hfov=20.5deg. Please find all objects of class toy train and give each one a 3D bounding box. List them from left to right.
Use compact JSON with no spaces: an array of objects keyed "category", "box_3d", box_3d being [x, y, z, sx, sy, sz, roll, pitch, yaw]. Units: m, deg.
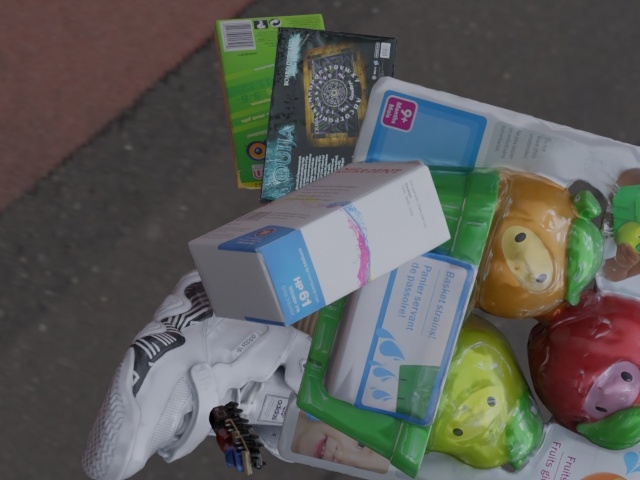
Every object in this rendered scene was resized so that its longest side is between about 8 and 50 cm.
[{"category":"toy train","box_3d":[-0.082,0.187,1.678,0.036,0.158,0.027,-9,104,-11]}]

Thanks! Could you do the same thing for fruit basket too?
[{"category":"fruit basket","box_3d":[0.168,0.075,1.351,0.165,0.353,0.327,-51,158,-69]}]

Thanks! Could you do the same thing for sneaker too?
[{"category":"sneaker","box_3d":[-0.107,0.169,1.893,0.366,0.210,0.137,-60,175,-62]}]

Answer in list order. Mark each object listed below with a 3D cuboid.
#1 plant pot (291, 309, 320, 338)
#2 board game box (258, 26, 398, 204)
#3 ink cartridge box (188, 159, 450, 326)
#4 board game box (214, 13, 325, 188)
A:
[{"category":"plant pot","box_3d":[0.044,0.071,2.104,0.237,0.110,0.237,-29,139,-29]},{"category":"board game box","box_3d":[0.008,-0.123,1.813,0.126,0.026,0.186,7,81,0]},{"category":"ink cartridge box","box_3d":[0.000,0.000,1.021,0.122,0.088,0.052,-28,106,-27]},{"category":"board game box","box_3d":[-0.042,-0.149,1.937,0.124,0.259,0.039,-4,137,-7]}]
